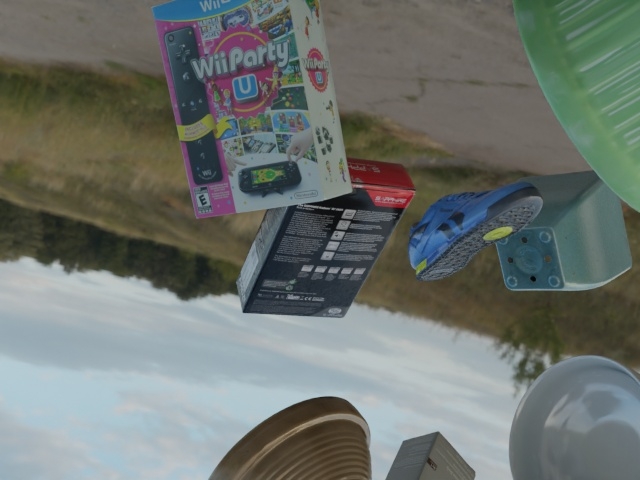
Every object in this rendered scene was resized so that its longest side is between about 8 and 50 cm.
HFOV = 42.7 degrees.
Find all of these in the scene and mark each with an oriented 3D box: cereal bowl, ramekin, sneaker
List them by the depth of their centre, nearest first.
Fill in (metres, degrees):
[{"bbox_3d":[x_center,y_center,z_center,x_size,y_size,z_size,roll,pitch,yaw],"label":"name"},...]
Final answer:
[{"bbox_3d":[0.333,-0.183,0.767,0.303,0.304,0.148,17,146,-38],"label":"ramekin"},{"bbox_3d":[0.152,-0.027,0.870,0.069,0.082,0.209,-1,159,-25],"label":"sneaker"},{"bbox_3d":[0.537,0.400,1.577,0.141,0.339,0.339,22,174,-32],"label":"cereal bowl"}]

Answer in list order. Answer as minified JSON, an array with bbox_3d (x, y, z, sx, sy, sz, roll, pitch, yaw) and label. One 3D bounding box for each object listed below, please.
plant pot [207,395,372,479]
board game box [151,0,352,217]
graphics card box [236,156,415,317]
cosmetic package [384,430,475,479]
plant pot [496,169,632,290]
[{"bbox_3d":[-0.018,0.311,0.980,0.237,0.237,0.110,18,-161,-49],"label":"plant pot"},{"bbox_3d":[-0.094,-0.196,1.135,0.224,0.304,0.097,-7,-173,30],"label":"board game box"},{"bbox_3d":[0.000,0.000,1.571,0.232,0.371,0.094,4,-136,-23],"label":"graphics card box"},{"bbox_3d":[0.178,0.478,1.474,0.107,0.238,0.127,-28,110,39],"label":"cosmetic package"},{"bbox_3d":[0.528,0.001,1.869,0.247,0.247,0.252,-3,-161,43],"label":"plant pot"}]
